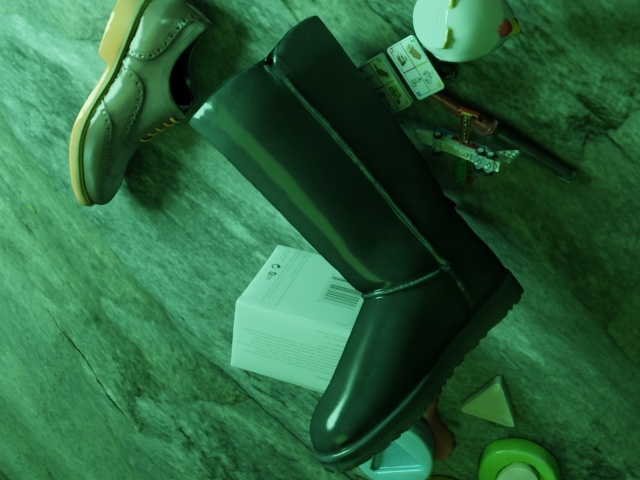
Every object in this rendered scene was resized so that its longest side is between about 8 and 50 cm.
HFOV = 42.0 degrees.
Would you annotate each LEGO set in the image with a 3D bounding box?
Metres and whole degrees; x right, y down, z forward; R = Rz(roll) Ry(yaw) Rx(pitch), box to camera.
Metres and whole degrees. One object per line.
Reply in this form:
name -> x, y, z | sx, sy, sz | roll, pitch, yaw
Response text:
LEGO set -> 0.140, -0.145, 1.106 | 0.244, 0.060, 0.182 | 54, 145, -12

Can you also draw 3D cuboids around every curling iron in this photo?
curling iron -> 0.221, -0.160, 1.081 | 0.274, 0.035, 0.068 | 38, 123, -3

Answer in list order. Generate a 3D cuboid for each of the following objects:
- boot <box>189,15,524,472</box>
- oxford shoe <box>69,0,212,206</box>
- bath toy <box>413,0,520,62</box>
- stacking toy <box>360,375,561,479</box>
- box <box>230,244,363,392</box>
boot -> 0.001, -0.001, 1.025 | 0.445, 0.367, 0.146 | 52, 153, -11
oxford shoe -> -0.261, -0.182, 1.194 | 0.132, 0.130, 0.364 | 25, 123, -2
bath toy -> 0.205, -0.364, 0.913 | 0.129, 0.151, 0.348 | -3, 118, -29
stacking toy -> 0.212, 0.375, 1.319 | 0.279, 0.130, 0.309 | -23, 108, 29
box -> -0.015, 0.114, 1.228 | 0.182, 0.181, 0.119 | 14, 119, 12
